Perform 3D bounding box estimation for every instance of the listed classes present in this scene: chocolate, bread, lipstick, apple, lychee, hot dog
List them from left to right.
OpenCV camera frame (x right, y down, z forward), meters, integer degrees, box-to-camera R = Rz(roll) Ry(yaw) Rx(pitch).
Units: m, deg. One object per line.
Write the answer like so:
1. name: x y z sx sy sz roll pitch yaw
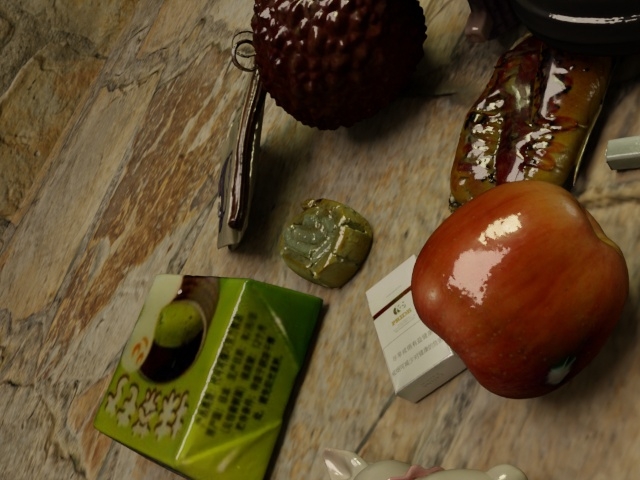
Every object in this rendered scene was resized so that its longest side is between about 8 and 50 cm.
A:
1. chocolate: -0.171 0.188 0.971 0.301 0.137 0.288 -2 63 51
2. bread: 0.000 0.000 0.967 0.156 0.064 0.117 15 75 53
3. lychee: 0.028 -0.303 0.986 0.264 0.264 0.300 -128 47 -54
4. apple: 0.185 0.039 0.624 0.199 0.199 0.199 -31 43 34
5. hot dog: 0.232 -0.138 0.772 0.163 0.082 0.270 8 71 54
6. lipstick: 0.333 -0.089 0.658 0.107 0.025 0.025 -5 61 43

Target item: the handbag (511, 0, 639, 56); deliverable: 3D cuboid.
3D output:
1. handbag: 0.332 -0.316 0.701 0.254 0.093 0.308 11 59 35

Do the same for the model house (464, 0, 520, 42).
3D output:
1. model house: 0.179 -0.394 0.865 0.202 0.237 0.237 14 71 32

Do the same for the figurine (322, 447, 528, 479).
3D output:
1. figurine: 0.077 0.272 0.625 0.235 0.127 0.155 -13 65 52

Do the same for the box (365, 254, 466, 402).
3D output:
1. box: 0.107 0.098 0.783 0.084 0.040 0.154 -43 36 25

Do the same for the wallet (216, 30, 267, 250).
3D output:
1. wallet: -0.136 -0.138 1.136 0.275 0.068 0.335 119 157 -71
